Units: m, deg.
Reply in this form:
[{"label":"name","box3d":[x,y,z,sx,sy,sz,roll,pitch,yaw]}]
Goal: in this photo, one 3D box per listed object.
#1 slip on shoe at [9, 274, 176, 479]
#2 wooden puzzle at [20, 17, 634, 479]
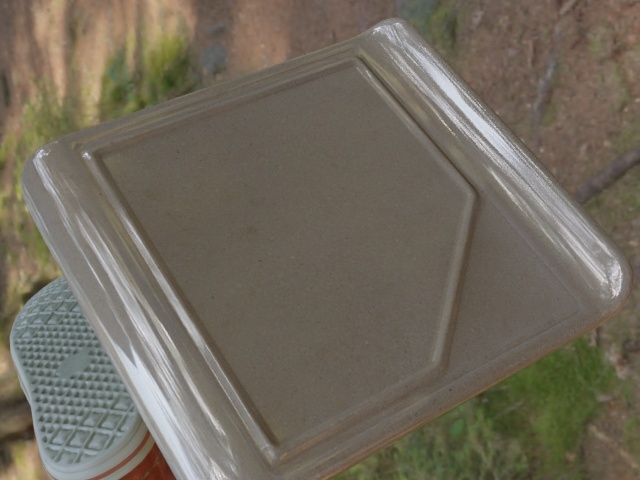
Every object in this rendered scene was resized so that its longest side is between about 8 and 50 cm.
[{"label":"slip on shoe","box3d":[-0.188,0.114,0.781,0.101,0.123,0.331,67,173,-32]},{"label":"wooden puzzle","box3d":[0.000,0.000,0.465,0.221,0.239,0.044,54,158,26]}]
